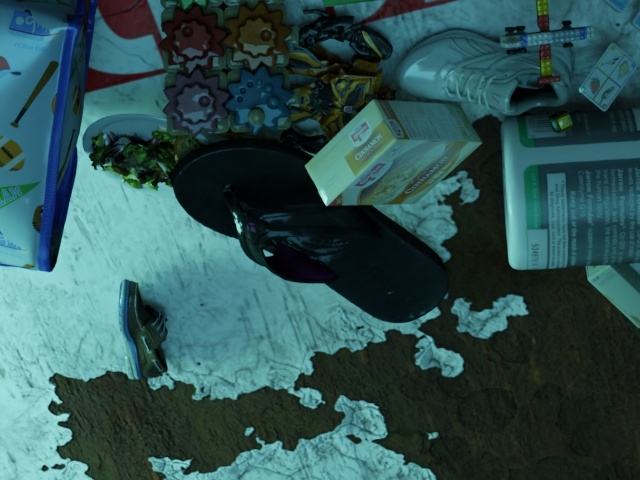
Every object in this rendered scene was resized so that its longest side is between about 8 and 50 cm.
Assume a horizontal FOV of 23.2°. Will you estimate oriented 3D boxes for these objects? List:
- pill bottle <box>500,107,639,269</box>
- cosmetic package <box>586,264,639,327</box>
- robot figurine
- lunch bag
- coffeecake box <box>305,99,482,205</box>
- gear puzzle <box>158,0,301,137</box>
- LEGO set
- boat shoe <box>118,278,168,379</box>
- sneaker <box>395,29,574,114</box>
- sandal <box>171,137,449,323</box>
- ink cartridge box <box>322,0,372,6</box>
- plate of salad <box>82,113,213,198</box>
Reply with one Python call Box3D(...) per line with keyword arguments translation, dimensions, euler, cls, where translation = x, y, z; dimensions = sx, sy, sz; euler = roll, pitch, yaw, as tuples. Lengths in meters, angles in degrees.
Box3D(translation=(0.419, -0.071, 2.020), dimensions=(0.361, 0.204, 0.204), euler=(-3, 123, 6), cls="pill bottle")
Box3D(translation=(0.425, 0.064, 2.195), dimensions=(0.041, 0.060, 0.115), euler=(-38, 113, 25), cls="cosmetic package")
Box3D(translation=(-0.046, -0.201, 2.030), dimensions=(0.291, 0.085, 0.211), euler=(9, 125, -2), cls="robot figurine")
Box3D(translation=(-0.471, -0.158, 1.995), dimensions=(0.328, 0.239, 0.385), euler=(10, 114, -2), cls="lunch bag")
Box3D(translation=(0.096, -0.112, 2.020), dimensions=(0.185, 0.068, 0.142), euler=(-2, 148, -49), cls="coffeecake box")
Box3D(translation=(-0.116, -0.297, 1.927), dimensions=(0.175, 0.044, 0.338), euler=(-3, 99, -1), cls="gear puzzle")
Box3D(translation=(0.334, -0.258, 1.928), dimensions=(0.182, 0.060, 0.244), euler=(36, 89, -19), cls="LEGO set")
Box3D(translation=(-0.256, 0.126, 2.278), dimensions=(0.066, 0.066, 0.183), euler=(-3, 133, 0), cls="boat shoe")
Box3D(translation=(0.211, -0.208, 1.992), dimensions=(0.232, 0.115, 0.090), euler=(-3, 124, 5), cls="sneaker")
Box3D(translation=(0.003, -0.001, 2.102), dimensions=(0.446, 0.107, 0.167), euler=(28, 121, -28), cls="sandal")
Box3D(translation=(0.133, -0.410, 1.859), dimensions=(0.289, 0.121, 0.211), euler=(-5, 123, 6), cls="ink cartridge box")
Box3D(translation=(-0.224, -0.103, 2.091), dimensions=(0.200, 0.048, 0.200), euler=(8, 151, 5), cls="plate of salad")
